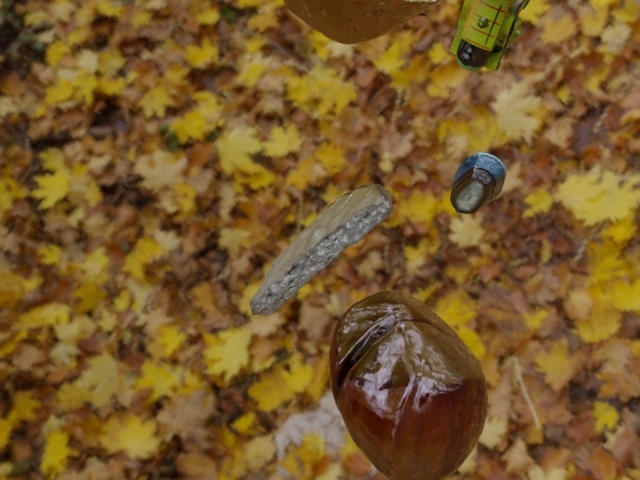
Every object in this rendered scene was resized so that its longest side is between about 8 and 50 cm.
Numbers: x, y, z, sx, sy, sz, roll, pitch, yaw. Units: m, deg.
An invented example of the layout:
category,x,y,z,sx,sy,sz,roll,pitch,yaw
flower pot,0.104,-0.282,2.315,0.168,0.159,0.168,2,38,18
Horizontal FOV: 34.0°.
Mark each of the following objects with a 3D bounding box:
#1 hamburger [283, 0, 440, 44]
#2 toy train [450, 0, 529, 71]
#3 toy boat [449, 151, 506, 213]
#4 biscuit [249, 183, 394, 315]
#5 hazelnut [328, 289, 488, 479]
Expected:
category,x,y,z,sx,sy,sz,roll,pitch,yaw
hamburger,0.042,-0.427,1.736,0.209,0.330,0.162,110,-175,-58
toy train,0.281,-0.389,1.627,0.160,0.100,0.296,-53,-14,-43
toy boat,0.194,-0.074,1.279,0.061,0.060,0.137,-56,-8,-18
biscuit,-0.001,-0.001,1.400,0.290,0.038,0.141,-41,17,32
hazelnut,0.092,0.174,1.193,0.181,0.181,0.212,-48,38,13
